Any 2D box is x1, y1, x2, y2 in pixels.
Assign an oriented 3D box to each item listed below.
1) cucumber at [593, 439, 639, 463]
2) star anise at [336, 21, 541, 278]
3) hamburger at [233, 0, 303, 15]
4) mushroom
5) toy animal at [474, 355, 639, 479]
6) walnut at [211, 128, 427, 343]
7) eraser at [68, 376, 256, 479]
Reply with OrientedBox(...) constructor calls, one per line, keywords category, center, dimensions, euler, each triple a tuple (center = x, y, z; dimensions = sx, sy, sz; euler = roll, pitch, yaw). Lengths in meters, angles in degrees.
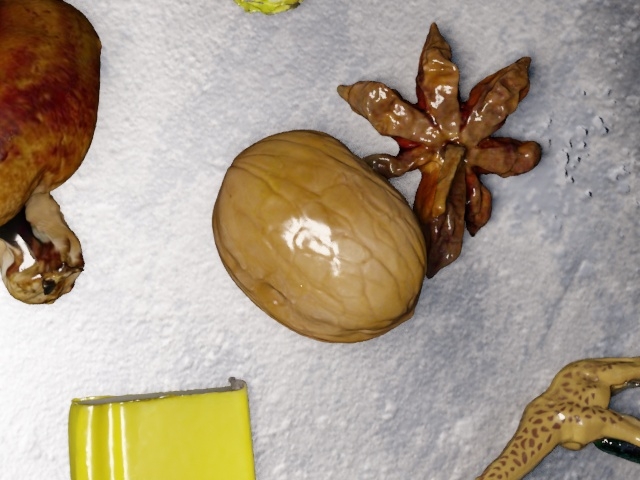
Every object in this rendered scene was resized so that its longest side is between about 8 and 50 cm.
OrientedBox(category="cucumber", center=(0.317, 0.200, 1.717), dimensions=(0.133, 0.032, 0.032), euler=(17, 83, -12))
OrientedBox(category="star anise", center=(0.119, -0.090, 1.647), dimensions=(0.196, 0.111, 0.212), euler=(-23, 86, -22))
OrientedBox(category="hamburger", center=(-0.048, -0.271, 1.619), dimensions=(0.127, 0.081, 0.141), euler=(-9, 77, -18))
OrientedBox(category="mushroom", center=(-0.313, -0.080, 1.488), dimensions=(0.267, 0.267, 0.254), euler=(9, 119, -15))
OrientedBox(category="toy animal", center=(0.233, 0.178, 1.656), dimensions=(0.275, 0.054, 0.149), euler=(-10, 60, -22))
OrientedBox(category="walnut", center=(0.000, 0.000, 1.571), dimensions=(0.207, 0.167, 0.167), euler=(41, 78, 2))
OrientedBox(category="eraser", center=(-0.134, 0.239, 1.574), dimensions=(0.158, 0.069, 0.226), euler=(-5, 88, -18))
